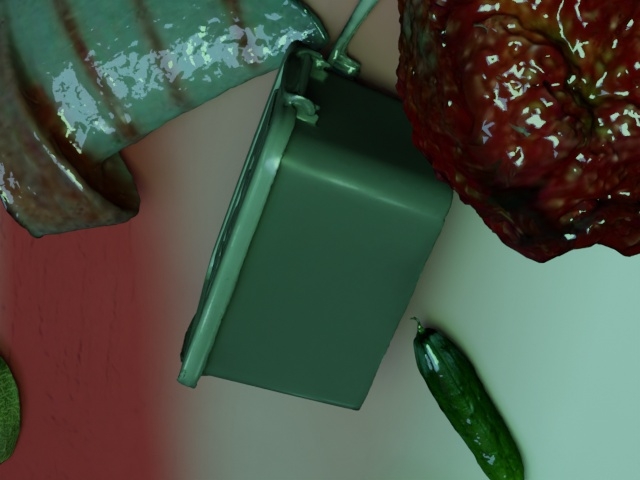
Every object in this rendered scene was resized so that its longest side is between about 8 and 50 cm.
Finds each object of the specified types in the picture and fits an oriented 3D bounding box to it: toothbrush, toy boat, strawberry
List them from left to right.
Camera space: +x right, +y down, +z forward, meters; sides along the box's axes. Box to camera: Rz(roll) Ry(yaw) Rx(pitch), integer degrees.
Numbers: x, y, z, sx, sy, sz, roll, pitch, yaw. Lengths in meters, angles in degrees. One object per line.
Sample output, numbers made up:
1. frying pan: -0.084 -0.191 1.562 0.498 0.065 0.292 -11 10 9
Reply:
1. toy boat: -0.133 -0.133 1.176 0.282 0.096 0.206 -24 86 24
2. toothbrush: 0.060 -0.205 1.071 0.026 0.024 0.288 34 123 8
3. strawberry: 0.153 -0.111 0.950 0.274 0.220 0.274 13 122 22

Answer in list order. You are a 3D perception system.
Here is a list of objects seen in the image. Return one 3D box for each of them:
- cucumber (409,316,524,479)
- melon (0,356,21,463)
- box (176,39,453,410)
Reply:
1. cucumber: 0.110 0.125 1.187 0.039 0.039 0.168 -25 101 33
2. melon: -0.339 0.134 1.394 0.160 0.079 0.128 41 125 5
3. box: 0.000 0.000 1.109 0.135 0.163 0.243 19 121 -6
